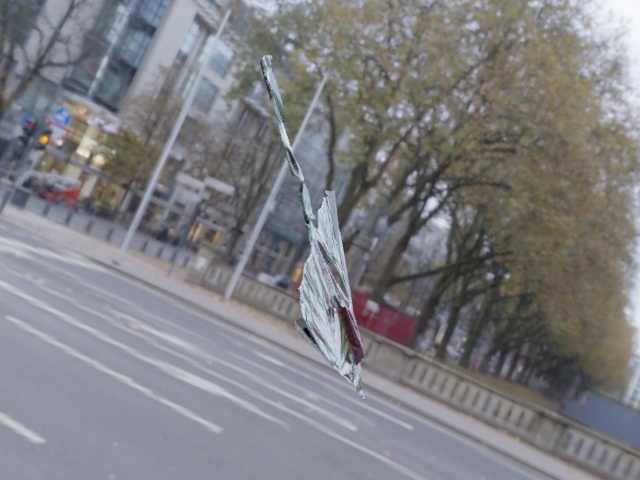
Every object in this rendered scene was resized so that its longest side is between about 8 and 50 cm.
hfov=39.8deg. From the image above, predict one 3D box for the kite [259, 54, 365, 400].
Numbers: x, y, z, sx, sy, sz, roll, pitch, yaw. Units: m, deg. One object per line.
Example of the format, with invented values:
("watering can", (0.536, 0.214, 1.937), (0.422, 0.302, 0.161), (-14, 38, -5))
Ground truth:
("kite", (-0.002, 0.000, 0.585), (0.012, 0.250, 0.229), (-15, 17, 10))
